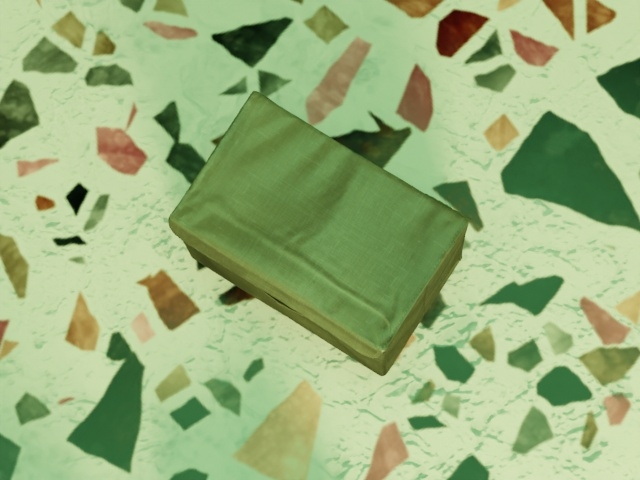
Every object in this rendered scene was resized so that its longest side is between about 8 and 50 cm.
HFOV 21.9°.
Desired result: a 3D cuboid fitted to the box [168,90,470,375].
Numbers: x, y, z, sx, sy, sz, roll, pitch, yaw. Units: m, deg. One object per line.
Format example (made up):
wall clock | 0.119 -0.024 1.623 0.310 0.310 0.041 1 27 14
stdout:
box | 0.000 0.000 1.528 0.231 0.149 0.155 30 80 9
